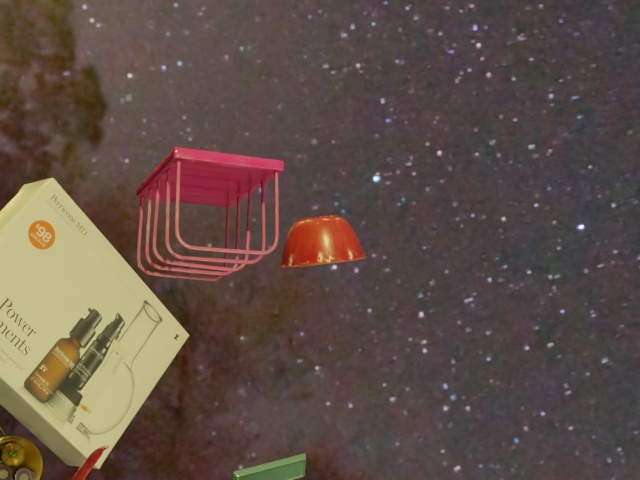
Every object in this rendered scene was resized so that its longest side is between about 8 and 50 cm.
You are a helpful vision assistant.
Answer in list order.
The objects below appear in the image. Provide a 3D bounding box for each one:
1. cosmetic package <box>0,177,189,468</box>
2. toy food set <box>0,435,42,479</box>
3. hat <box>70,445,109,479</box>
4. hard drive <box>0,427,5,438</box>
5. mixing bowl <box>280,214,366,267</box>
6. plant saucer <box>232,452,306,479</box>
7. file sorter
[{"bbox_3d":[-0.414,0.135,1.319,0.097,0.284,0.377,-8,-51,39],"label":"cosmetic package"},{"bbox_3d":[-0.648,0.491,1.641,0.128,0.218,0.071,35,-22,-6],"label":"toy food set"},{"bbox_3d":[-0.383,0.348,1.057,0.208,0.173,0.183,111,-17,-73],"label":"hat"},{"bbox_3d":[-0.872,0.530,1.786,0.237,0.339,0.064,-44,-102,34],"label":"hard drive"},{"bbox_3d":[0.000,0.000,1.722,0.181,0.181,0.098,-5,-88,61],"label":"mixing bowl"},{"bbox_3d":[-0.121,0.566,1.994,0.018,0.192,0.067,42,-47,54],"label":"plant saucer"},{"bbox_3d":[-0.217,-0.036,1.551,0.291,0.202,0.182,155,-63,-62],"label":"file sorter"}]
